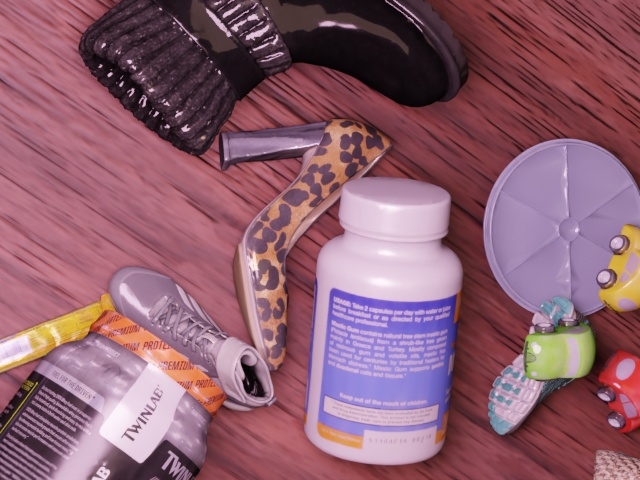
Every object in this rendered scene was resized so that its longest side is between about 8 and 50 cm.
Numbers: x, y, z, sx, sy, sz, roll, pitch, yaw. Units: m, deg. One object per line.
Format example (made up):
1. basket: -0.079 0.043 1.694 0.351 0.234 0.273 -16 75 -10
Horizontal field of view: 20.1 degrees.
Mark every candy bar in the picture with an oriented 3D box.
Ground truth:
1. candy bar: -0.281 0.100 1.846 0.161 0.018 0.040 -21 92 -17

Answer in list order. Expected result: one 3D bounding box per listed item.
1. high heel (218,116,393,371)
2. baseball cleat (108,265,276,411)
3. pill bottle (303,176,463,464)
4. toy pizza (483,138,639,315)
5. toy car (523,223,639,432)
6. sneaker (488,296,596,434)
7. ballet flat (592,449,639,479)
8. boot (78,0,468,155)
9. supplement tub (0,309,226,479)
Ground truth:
1. high heel: 0.000 0.000 1.897 0.186 0.093 0.261 -6 82 -12
2. baseball cleat: -0.122 0.095 1.850 0.206 0.109 0.072 41 68 -17
3. pill bottle: 0.067 0.079 1.855 0.152 0.152 0.272 0 107 -18
4. toy pizza: 0.271 -0.013 2.020 0.201 0.032 0.201 -1 93 -19
5. toy car: 0.303 0.112 1.952 0.225 0.053 0.239 -12 105 -46
6. sneaker: 0.250 0.147 1.993 0.076 0.065 0.166 27 98 -36
7. ballet flat: 0.193 0.408 1.731 0.182 0.164 0.483 29 73 18
8. boot: -0.047 -0.180 1.854 0.348 0.131 0.260 34 69 -2
9. supplement tub: -0.243 0.236 1.765 0.193 0.193 0.316 38 79 -14
